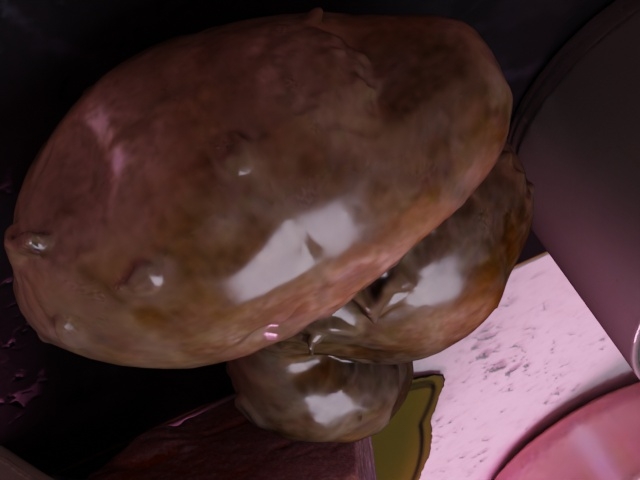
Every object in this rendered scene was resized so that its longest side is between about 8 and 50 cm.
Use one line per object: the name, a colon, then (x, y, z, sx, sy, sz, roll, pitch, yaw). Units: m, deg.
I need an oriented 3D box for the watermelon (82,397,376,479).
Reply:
watermelon: (-0.060, 0.230, 1.032, 0.222, 0.319, 0.292, -4, 124, 2)

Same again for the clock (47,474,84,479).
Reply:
clock: (-0.221, 0.236, 1.070, 0.226, 0.049, 0.226, -23, 147, -16)

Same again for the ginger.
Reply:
ginger: (0.000, 0.000, 0.827, 0.244, 0.155, 0.304, -38, 147, 7)

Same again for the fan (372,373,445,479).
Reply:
fan: (-0.039, 0.202, 1.148, 0.335, 0.011, 0.229, -42, 143, -10)

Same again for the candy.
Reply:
candy: (0.242, 0.219, 1.396, 0.255, 0.094, 0.255, -23, 148, -15)

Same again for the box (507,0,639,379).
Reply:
box: (0.239, -0.040, 0.980, 0.226, 0.149, 0.226, -22, 147, -15)

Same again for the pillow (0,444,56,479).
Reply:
pillow: (-0.152, 0.221, 0.842, 0.120, 0.322, 0.255, -38, 150, -45)
